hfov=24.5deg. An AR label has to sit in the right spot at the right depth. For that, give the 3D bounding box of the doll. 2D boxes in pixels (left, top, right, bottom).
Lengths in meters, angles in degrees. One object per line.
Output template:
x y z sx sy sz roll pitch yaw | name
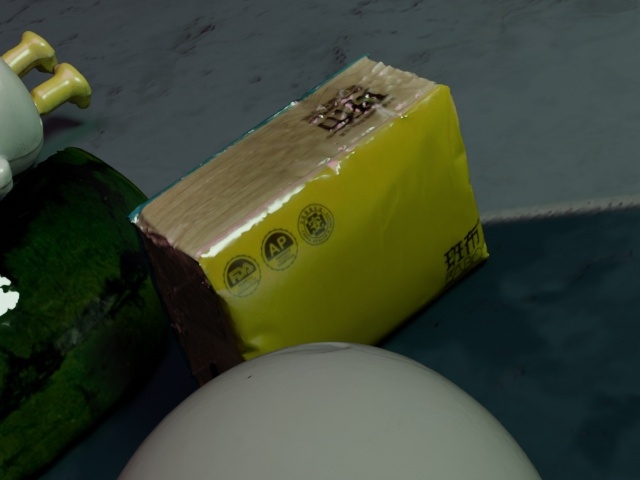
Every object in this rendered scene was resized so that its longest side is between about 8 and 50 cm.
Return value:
-0.289 -0.050 0.993 0.138 0.119 0.293 39 56 23 | doll

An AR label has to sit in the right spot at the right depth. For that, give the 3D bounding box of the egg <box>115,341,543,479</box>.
0.003 0.129 0.511 0.176 0.176 0.232 -16 24 7 | egg

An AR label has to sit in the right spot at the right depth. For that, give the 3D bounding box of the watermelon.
-0.162 0.042 0.827 0.129 0.123 0.301 -36 18 42 | watermelon

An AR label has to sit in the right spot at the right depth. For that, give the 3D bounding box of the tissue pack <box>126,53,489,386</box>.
0.000 0.000 0.750 0.169 0.120 0.082 -36 39 -25 | tissue pack
